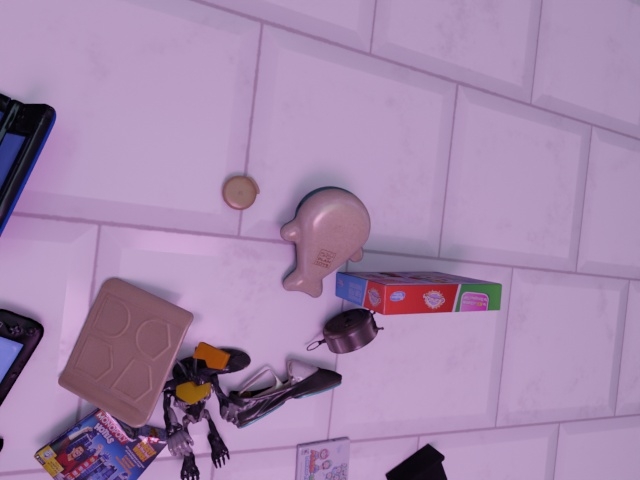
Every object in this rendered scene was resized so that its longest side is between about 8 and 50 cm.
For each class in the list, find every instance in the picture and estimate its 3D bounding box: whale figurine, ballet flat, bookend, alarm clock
[{"bbox_3d":[0.000,0.000,1.010,0.216,0.141,0.272,16,111,-22],"label":"whale figurine"},{"bbox_3d":[-0.082,0.338,0.996,0.280,0.095,0.096,-17,87,-21],"label":"ballet flat"},{"bbox_3d":[-0.242,0.278,0.956,0.173,0.049,0.058,-2,52,-24],"label":"ballet flat"},{"bbox_3d":[0.280,0.679,1.173,0.157,0.072,0.156,-25,103,-21],"label":"bookend"},{"bbox_3d":[0.052,0.221,1.031,0.192,0.129,0.064,-26,101,1],"label":"alarm clock"}]

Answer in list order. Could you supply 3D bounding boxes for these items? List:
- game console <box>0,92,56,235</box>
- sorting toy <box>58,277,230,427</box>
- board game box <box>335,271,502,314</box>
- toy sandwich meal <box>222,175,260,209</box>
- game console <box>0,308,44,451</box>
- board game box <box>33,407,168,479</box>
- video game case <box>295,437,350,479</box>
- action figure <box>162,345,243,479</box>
[{"bbox_3d":[-0.616,-0.133,0.709,0.173,0.250,0.293,28,81,-48],"label":"game console"},{"bbox_3d":[-0.336,0.230,0.832,0.307,0.041,0.229,21,81,14],"label":"sorting toy"},{"bbox_3d":[0.228,0.120,1.035,0.316,0.242,0.064,2,92,-22],"label":"board game box"},{"bbox_3d":[-0.182,-0.110,0.967,0.085,0.029,0.086,-2,97,-20],"label":"toy sandwich meal"},{"bbox_3d":[-0.647,0.289,0.753,0.213,0.044,0.361,35,77,-36],"label":"game console"},{"bbox_3d":[-0.422,0.428,0.870,0.194,0.060,0.194,-35,105,-19],"label":"board game box"},{"bbox_3d":[0.006,0.587,1.081,0.143,0.019,0.157,3,91,-23],"label":"video game case"},{"bbox_3d":[-0.242,0.361,0.871,0.164,0.141,0.276,-17,116,-32],"label":"action figure"}]
